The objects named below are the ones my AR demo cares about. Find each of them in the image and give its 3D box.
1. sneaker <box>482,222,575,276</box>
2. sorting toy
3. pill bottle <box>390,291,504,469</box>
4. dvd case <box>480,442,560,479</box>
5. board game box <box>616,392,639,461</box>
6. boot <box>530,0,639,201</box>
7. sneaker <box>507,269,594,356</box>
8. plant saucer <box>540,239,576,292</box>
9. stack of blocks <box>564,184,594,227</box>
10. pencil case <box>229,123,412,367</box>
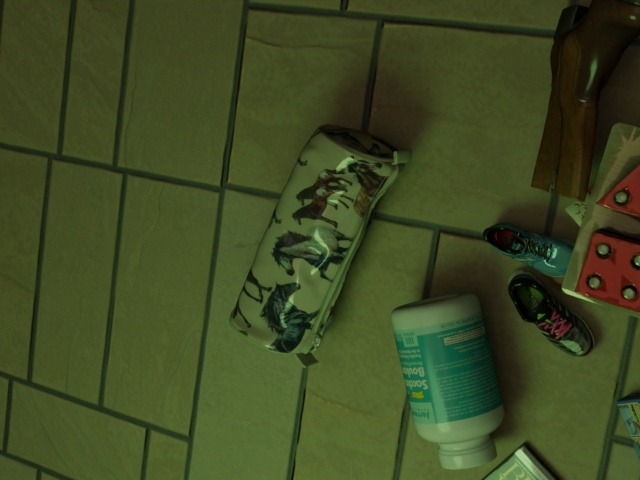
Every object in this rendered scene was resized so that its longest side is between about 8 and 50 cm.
[{"bbox_3d":[0.320,0.015,1.336,0.162,0.073,0.063,18,98,36],"label":"sneaker"},{"bbox_3d":[0.480,-0.006,1.163,0.257,0.089,0.255,19,102,23],"label":"sorting toy"},{"bbox_3d":[0.208,0.223,1.383,0.146,0.146,0.264,-14,88,26],"label":"pill bottle"},{"bbox_3d":[0.315,0.463,1.423,0.164,0.018,0.221,48,112,15],"label":"dvd case"},{"bbox_3d":[0.528,0.317,1.261,0.136,0.035,0.201,-26,82,57],"label":"board game box"},{"bbox_3d":[0.372,-0.196,1.210,0.096,0.264,0.280,10,94,-15],"label":"boot"},{"bbox_3d":[0.351,0.117,1.343,0.063,0.075,0.170,-47,75,22],"label":"sneaker"},{"bbox_3d":[0.385,0.041,1.353,0.084,0.015,0.083,2,95,26],"label":"plant saucer"},{"bbox_3d":[0.521,0.010,1.244,0.171,0.087,0.297,-43,76,22],"label":"stack of blocks"},{"bbox_3d":[0.000,0.000,1.457,0.184,0.160,0.410,31,107,20],"label":"pencil case"}]
